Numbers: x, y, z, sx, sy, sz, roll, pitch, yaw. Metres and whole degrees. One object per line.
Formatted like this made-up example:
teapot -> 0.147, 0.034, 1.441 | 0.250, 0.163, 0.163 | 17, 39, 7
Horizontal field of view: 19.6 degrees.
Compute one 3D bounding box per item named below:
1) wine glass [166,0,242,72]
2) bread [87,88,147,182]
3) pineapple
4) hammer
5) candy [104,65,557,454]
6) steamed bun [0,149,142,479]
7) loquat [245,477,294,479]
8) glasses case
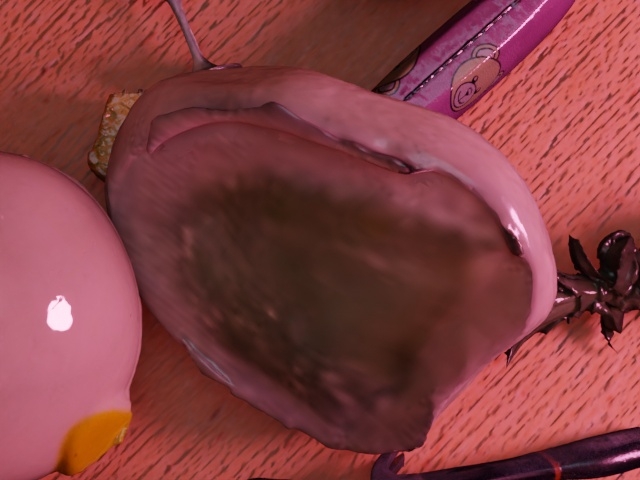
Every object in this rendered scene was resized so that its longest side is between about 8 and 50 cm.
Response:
wine glass -> -0.149, -0.245, 1.844 | 0.079, 0.079, 0.195 | -22, 83, -4
bread -> -0.133, -0.088, 1.827 | 0.187, 0.065, 0.103 | 5, 79, 2
pineapple -> 0.285, 0.040, 1.778 | 0.277, 0.130, 0.119 | -13, 68, -1
hammer -> 0.186, 0.218, 1.767 | 0.290, 0.137, 0.037 | -10, 119, -15
candy -> 0.000, 0.000, 1.688 | 0.427, 0.386, 0.186 | 27, 41, 6
steamed bun -> -0.350, 0.081, 1.676 | 0.374, 0.334, 0.334 | -15, 81, 6
loquat -> -0.022, 0.317, 1.705 | 0.227, 0.179, 0.179 | 26, 81, 22
glasses case -> 0.135, -0.172, 1.812 | 0.316, 0.123, 0.076 | -41, 82, -6
